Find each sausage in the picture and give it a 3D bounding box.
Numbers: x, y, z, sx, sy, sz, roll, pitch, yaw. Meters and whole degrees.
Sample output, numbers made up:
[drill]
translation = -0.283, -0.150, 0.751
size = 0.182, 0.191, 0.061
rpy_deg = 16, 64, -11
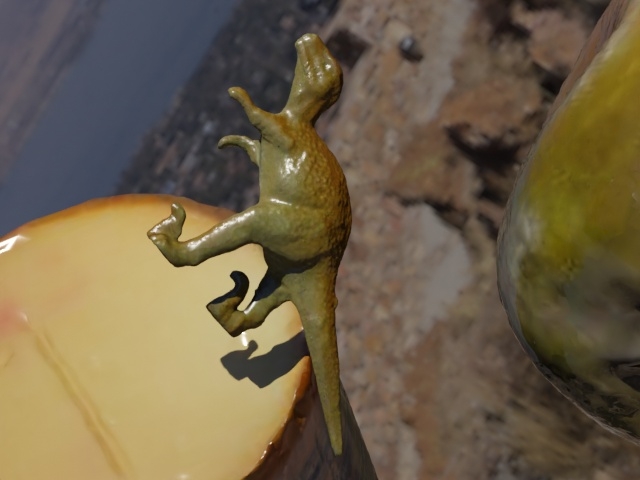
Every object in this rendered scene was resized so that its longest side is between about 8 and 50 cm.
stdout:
[sausage]
translation = -0.082, 0.145, 0.898
size = 0.287, 0.233, 0.233
rpy_deg = 71, -146, -52

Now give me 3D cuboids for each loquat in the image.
[loquat]
translation = 0.235, -0.020, 0.837
size = 0.276, 0.276, 0.284
rpy_deg = -42, 9, 47

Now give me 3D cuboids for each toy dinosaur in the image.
[toy dinosaur]
translation = 0.000, 0.000, 0.729
size = 0.126, 0.162, 0.039
rpy_deg = -43, 6, -4
